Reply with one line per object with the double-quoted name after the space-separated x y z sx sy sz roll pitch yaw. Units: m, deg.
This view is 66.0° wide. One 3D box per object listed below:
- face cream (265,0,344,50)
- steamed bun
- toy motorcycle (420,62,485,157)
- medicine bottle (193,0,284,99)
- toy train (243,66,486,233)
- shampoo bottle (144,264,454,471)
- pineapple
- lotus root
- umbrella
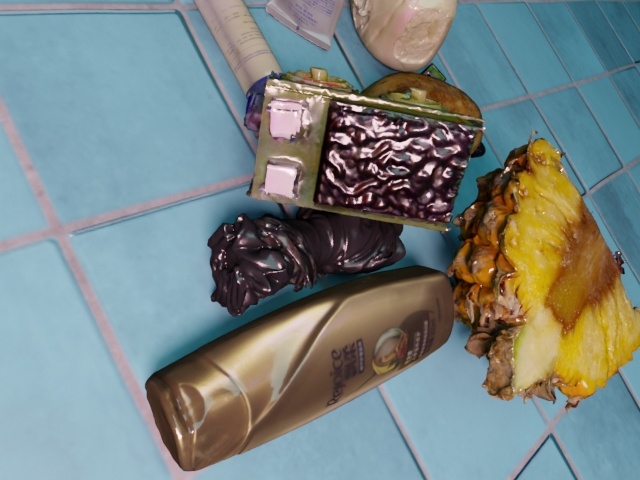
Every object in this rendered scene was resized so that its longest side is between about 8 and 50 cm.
-0.007 -0.412 0.782 0.114 0.070 0.224 25 69 -22 "face cream"
0.119 -0.407 0.797 0.152 0.170 0.239 -3 70 -15 "steamed bun"
0.224 -0.215 0.842 0.173 0.058 0.100 45 46 -7 "toy motorcycle"
-0.094 -0.240 0.634 0.059 0.059 0.231 -25 84 -39 "medicine bottle"
0.042 -0.099 0.530 0.261 0.134 0.177 9 26 -5 "toy train"
0.002 0.117 0.513 0.350 0.084 0.125 -14 109 -37 "shampoo bottle"
0.225 0.081 0.643 0.286 0.209 0.344 -42 106 -28 "pineapple"
0.120 -0.162 0.688 0.260 0.145 0.128 -1 63 -37 "lotus root"
-0.001 0.000 0.562 0.272 0.122 0.110 -17 123 -42 "umbrella"
